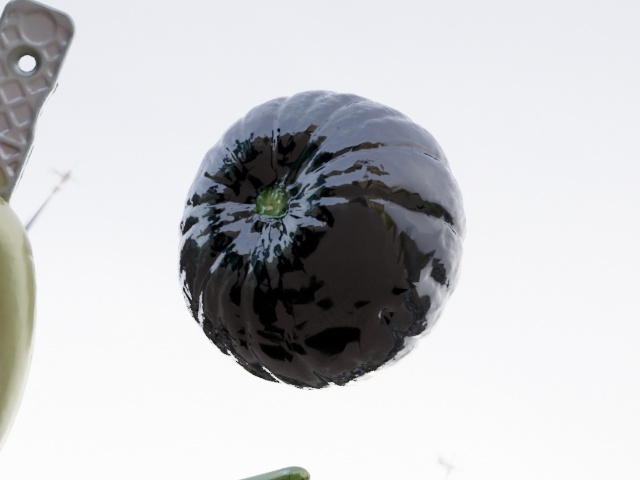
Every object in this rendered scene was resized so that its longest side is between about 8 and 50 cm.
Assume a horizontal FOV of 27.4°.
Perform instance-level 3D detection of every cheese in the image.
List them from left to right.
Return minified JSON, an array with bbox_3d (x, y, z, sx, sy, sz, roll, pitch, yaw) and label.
[{"bbox_3d":[-0.191,-0.007,0.682,0.127,0.255,0.050,19,-9,-6],"label":"cheese"}]

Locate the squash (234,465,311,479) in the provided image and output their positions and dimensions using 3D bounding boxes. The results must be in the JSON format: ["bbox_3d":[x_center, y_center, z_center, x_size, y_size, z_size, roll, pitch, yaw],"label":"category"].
[{"bbox_3d":[-0.045,0.220,1.177,0.083,0.027,0.027,-21,-63,31],"label":"squash"}]

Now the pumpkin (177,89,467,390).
[{"bbox_3d":[0.000,0.000,0.851,0.202,0.202,0.140,-10,-27,28],"label":"pumpkin"}]
